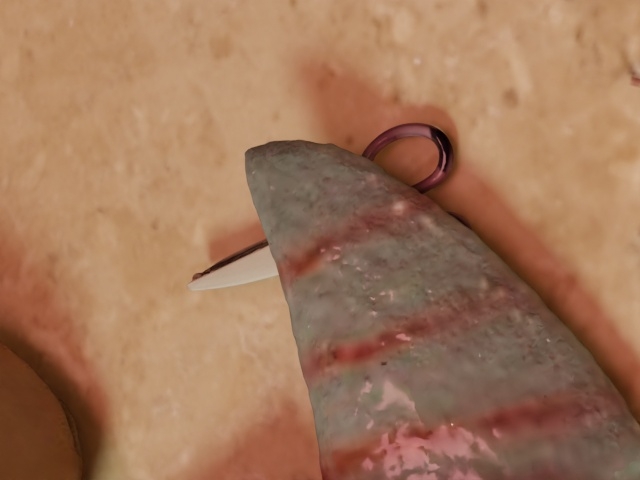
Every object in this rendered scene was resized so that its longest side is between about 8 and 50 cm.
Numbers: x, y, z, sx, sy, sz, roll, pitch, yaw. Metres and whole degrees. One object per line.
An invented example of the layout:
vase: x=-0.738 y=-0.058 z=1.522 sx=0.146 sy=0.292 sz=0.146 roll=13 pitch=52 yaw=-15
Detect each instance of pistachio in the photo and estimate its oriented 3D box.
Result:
pistachio: x=-0.226 y=0.131 z=0.929 sx=0.152 sy=0.126 sz=0.223 roll=-42 pitch=55 yaw=-12

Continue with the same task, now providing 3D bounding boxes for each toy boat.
toy boat: x=0.041 y=0.068 z=0.754 sx=0.206 sy=0.096 sz=0.282 roll=-22 pitch=70 yaw=19

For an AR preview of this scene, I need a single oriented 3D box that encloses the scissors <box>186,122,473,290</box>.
scissors: x=0.000 y=0.000 z=0.819 sx=0.176 sy=0.022 sz=0.085 roll=-19 pitch=80 yaw=32
